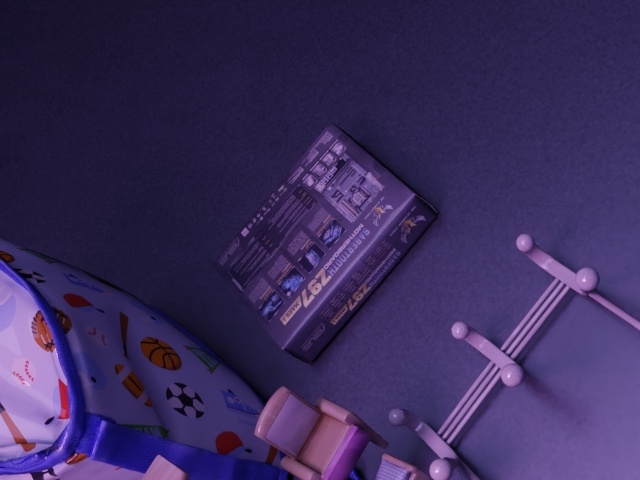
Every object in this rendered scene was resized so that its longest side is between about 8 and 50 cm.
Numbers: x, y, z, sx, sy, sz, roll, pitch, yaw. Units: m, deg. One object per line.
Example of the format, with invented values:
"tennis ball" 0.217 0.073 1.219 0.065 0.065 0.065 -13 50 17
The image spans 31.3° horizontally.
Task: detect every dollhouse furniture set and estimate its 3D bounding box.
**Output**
"dollhouse furniture set" -0.001 0.282 0.937 0.303 0.198 0.286 18 73 50

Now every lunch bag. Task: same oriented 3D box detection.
"lunch bag" -0.258 0.175 1.262 0.385 0.328 0.239 25 89 43

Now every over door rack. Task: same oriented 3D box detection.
"over door rack" 0.223 0.158 1.027 0.239 0.108 0.324 -54 45 4

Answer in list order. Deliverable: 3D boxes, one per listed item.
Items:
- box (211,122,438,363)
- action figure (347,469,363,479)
"box" 0.000 0.000 1.331 0.232 0.059 0.183 -51 45 5
"action figure" 0.024 0.242 1.203 0.038 0.030 0.115 -49 44 15
